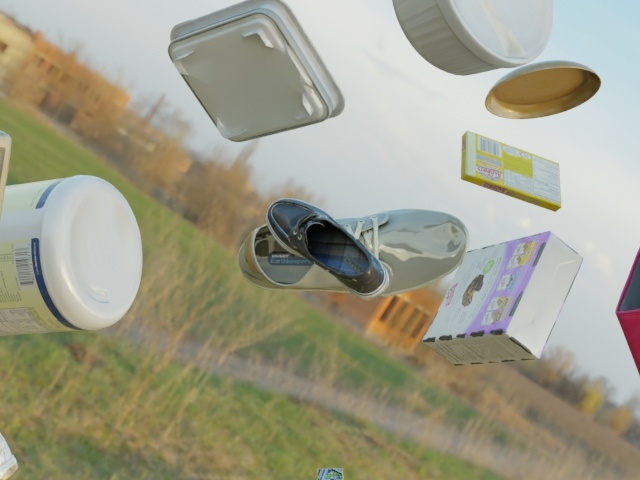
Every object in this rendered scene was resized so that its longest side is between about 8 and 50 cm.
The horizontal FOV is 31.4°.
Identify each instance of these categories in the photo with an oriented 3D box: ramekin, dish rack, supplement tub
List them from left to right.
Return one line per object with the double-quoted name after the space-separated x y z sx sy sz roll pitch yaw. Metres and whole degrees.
-0.467 0.029 1.754 0.325 0.235 0.235 -5 -16 23 "supplement tub"
-0.140 -0.316 2.218 0.333 0.072 0.285 -9 -57 41 "dish rack"
0.223 -0.376 1.731 0.273 0.272 0.127 32 -33 -33 "ramekin"

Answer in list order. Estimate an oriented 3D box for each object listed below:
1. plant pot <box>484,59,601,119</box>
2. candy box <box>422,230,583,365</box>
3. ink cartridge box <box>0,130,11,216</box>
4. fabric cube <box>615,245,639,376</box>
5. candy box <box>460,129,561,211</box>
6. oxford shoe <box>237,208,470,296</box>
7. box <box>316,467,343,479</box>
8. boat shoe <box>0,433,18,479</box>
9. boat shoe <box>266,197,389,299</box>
0.450 -0.311 2.317 0.236 0.032 0.236 -7 -19 -2 "plant pot"
0.251 0.085 1.583 0.070 0.164 0.196 37 -24 -19 "candy box"
-0.406 -0.043 1.116 0.088 0.193 0.235 -1 19 -45 "ink cartridge box"
0.680 0.143 1.917 0.259 0.254 0.258 -12 -68 33 "fabric cube"
0.357 -0.129 2.124 0.206 0.105 0.027 18 -33 -17 "candy box"
0.063 0.021 2.166 0.450 0.169 0.130 -4 -14 1 "oxford shoe"
0.022 0.550 2.363 0.059 0.054 0.169 -1 30 -1 "box"
-0.605 0.353 1.730 0.098 0.277 0.096 -122 -167 -81 "boat shoe"
0.000 0.000 1.584 0.228 0.080 0.076 42 -8 33 "boat shoe"
